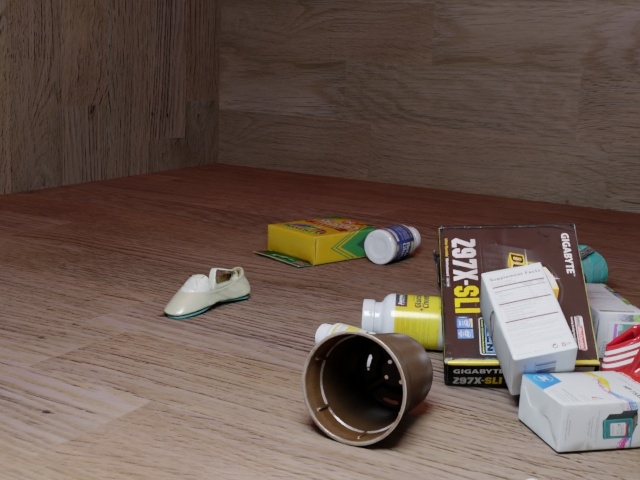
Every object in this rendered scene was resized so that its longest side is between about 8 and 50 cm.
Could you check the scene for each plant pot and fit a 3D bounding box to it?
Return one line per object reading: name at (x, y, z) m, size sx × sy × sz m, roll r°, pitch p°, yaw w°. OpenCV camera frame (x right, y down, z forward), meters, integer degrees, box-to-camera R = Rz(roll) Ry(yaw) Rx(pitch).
plant pot at (0.082, 0.209, 1.425) m, size 0.167 × 0.167 × 0.165 m, roll 8°, pitch 5°, yaw 27°

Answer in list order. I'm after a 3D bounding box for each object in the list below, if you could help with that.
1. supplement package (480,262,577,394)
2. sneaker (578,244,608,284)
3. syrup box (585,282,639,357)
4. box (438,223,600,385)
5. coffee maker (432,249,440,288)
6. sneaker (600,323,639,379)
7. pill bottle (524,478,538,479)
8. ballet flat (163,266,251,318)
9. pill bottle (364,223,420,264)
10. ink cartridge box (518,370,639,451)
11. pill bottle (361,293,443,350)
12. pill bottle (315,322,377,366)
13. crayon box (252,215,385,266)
supplement package at (0.334, 0.142, 1.535) m, size 0.105 × 0.105 × 0.179 m, roll -12°, pitch 47°, yaw -1°
sneaker at (0.595, 0.088, 2.201) m, size 0.178 × 0.123 × 0.295 m, roll -9°, pitch 12°, yaw -9°
syrup box at (0.561, 0.158, 1.898) m, size 0.096 × 0.093 × 0.237 m, roll 2°, pitch 12°, yaw -4°
box at (0.343, 0.109, 1.687) m, size 0.257 × 0.079 × 0.322 m, roll -2°, pitch 47°, yaw 7°
coffee maker at (0.341, 0.069, 2.289) m, size 0.171 × 0.120 × 0.178 m, roll -18°, pitch 1°, yaw 25°
sneaker at (0.579, 0.209, 1.570) m, size 0.221 × 0.128 × 0.087 m, roll 1°, pitch 13°, yaw 2°
pill bottle at (0.255, 0.323, 1.159) m, size 0.043 × 0.043 × 0.083 m, roll 7°, pitch 13°, yaw 19°
ballet flat at (-0.243, 0.103, 2.026) m, size 0.086 × 0.086 × 0.248 m, roll 10°, pitch 14°, yaw 32°
pill bottle at (0.200, 0.007, 2.550) m, size 0.094 × 0.094 × 0.169 m, roll 10°, pitch 14°, yaw 34°
ink cartridge box at (0.436, 0.256, 1.438) m, size 0.231 × 0.078 × 0.134 m, roll 0°, pitch 12°, yaw -15°
pill bottle at (0.172, 0.155, 1.807) m, size 0.184 × 0.103 × 0.103 m, roll 4°, pitch 12°, yaw 5°
pill bottle at (0.049, 0.186, 1.721) m, size 0.116 × 0.065 × 0.065 m, roll 13°, pitch 16°, yaw 40°
crayon box at (0.000, 0.000, 2.576) m, size 0.318 × 0.081 × 0.202 m, roll -9°, pitch 17°, yaw -42°
